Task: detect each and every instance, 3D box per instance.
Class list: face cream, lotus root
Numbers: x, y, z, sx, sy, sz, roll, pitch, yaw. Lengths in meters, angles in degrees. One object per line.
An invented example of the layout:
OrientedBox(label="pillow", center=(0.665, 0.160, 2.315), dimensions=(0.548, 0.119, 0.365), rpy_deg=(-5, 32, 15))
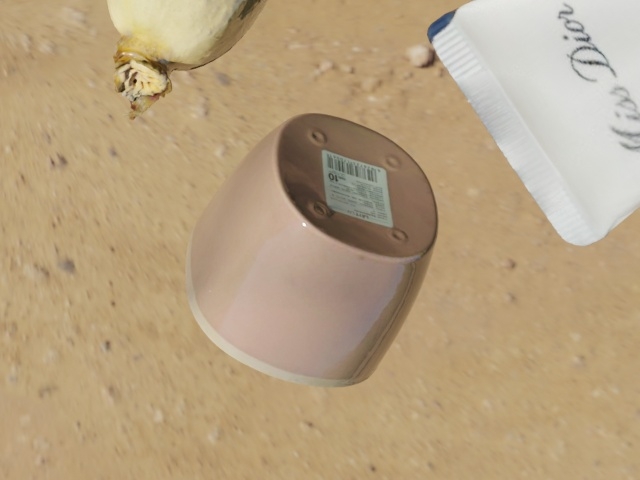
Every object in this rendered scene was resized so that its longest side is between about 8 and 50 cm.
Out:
OrientedBox(label="face cream", center=(0.205, -0.118, 0.743), dimensions=(0.314, 0.089, 0.143), rpy_deg=(-31, 100, 36))
OrientedBox(label="lotus root", center=(-0.050, -0.122, 0.682), dimensions=(0.062, 0.073, 0.150), rpy_deg=(21, 78, 22))

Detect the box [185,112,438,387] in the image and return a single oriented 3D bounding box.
OrientedBox(label="box", center=(0.000, 0.000, 1.934), dimensions=(0.301, 0.301, 0.216), rpy_deg=(22, 128, -14))
